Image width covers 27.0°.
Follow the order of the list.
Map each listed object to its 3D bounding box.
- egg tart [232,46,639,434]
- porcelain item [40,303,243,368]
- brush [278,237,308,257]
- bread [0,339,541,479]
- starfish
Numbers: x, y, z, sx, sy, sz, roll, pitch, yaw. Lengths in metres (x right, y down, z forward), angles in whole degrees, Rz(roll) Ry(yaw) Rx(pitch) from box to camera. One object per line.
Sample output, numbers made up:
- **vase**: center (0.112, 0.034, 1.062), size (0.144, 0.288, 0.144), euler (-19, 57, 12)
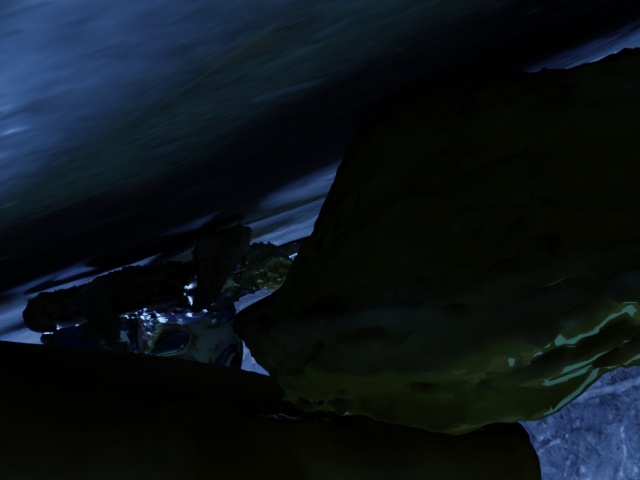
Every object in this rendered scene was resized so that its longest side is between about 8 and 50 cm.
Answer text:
- **egg tart**: center (0.115, -0.009, 0.590), size (0.341, 0.132, 0.341), euler (-9, 180, 0)
- **porcelain item**: center (-0.186, 0.145, 1.129), size (0.288, 0.138, 0.186), euler (-46, 156, 26)
- **brush**: center (0.000, 0.000, 1.401), size (0.043, 0.014, 0.170), euler (-24, 177, 41)
- **bread**: center (-0.084, 0.142, 0.725), size (0.328, 0.148, 0.337), euler (5, 175, 36)
- **starfish**: center (-0.097, 0.036, 0.921), size (0.238, 0.071, 0.216), euler (-1, 169, -42)
